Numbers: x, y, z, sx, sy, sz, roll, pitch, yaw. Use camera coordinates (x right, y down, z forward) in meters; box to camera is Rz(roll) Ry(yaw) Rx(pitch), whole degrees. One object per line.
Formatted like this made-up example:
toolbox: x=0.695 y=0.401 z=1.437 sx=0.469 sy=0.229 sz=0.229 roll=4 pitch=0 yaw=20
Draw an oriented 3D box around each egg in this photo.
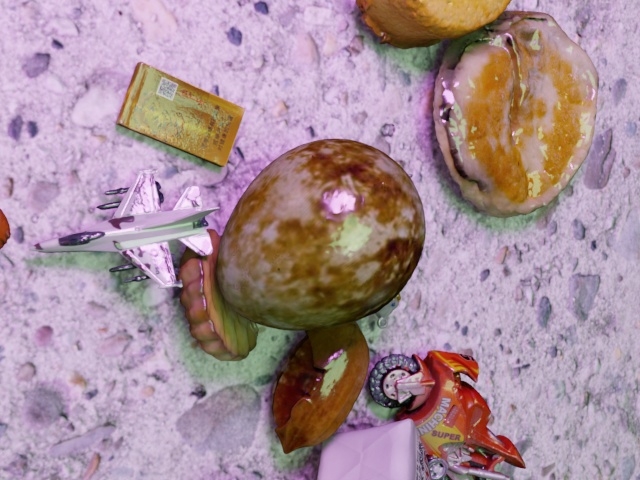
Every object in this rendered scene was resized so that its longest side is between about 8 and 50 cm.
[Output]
egg: x=0.000 y=0.000 z=1.207 sx=0.289 sy=0.238 sz=0.238 roll=-40 pitch=111 yaw=-20

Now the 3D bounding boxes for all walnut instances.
walnut: x=-0.004 y=0.203 z=1.300 sx=0.115 sy=0.115 sz=0.207 roll=26 pitch=88 yaw=-27

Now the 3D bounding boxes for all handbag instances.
handbag: x=0.107 y=0.418 z=1.322 sx=0.151 sy=0.171 sz=0.298 roll=-16 pitch=115 yaw=15

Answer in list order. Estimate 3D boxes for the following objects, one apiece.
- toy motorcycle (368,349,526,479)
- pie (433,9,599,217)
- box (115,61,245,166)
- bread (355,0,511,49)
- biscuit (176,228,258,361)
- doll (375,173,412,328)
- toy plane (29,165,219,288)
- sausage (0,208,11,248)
toy motorcycle: x=0.195 y=0.275 z=1.416 sx=0.171 sy=0.089 sz=0.298 roll=-37 pitch=109 yaw=-14
pie: x=0.303 y=-0.200 z=1.453 sx=0.339 sy=0.077 sz=0.339 roll=-1 pitch=92 yaw=-33
box: x=-0.181 y=-0.163 z=1.220 sx=0.156 sy=0.022 sz=0.089 roll=20 pitch=83 yaw=-28
bread: x=0.184 y=-0.358 z=1.332 sx=0.260 sy=0.160 sz=0.147 roll=-36 pitch=116 yaw=-28
biscuit: x=-0.147 y=0.081 z=1.230 sx=0.118 sy=0.061 sz=0.183 roll=-42 pitch=119 yaw=-65
doll: x=0.100 y=0.015 z=1.369 sx=0.113 sy=0.057 sz=0.228 roll=-1 pitch=92 yaw=-33
toy plane: x=-0.239 y=-0.008 z=1.168 sx=0.234 sy=0.082 sz=0.160 roll=-12 pitch=80 yaw=-5
sausage: x=-0.450 y=-0.031 z=1.054 sx=0.197 sy=0.076 sz=0.076 roll=21 pitch=84 yaw=-29
